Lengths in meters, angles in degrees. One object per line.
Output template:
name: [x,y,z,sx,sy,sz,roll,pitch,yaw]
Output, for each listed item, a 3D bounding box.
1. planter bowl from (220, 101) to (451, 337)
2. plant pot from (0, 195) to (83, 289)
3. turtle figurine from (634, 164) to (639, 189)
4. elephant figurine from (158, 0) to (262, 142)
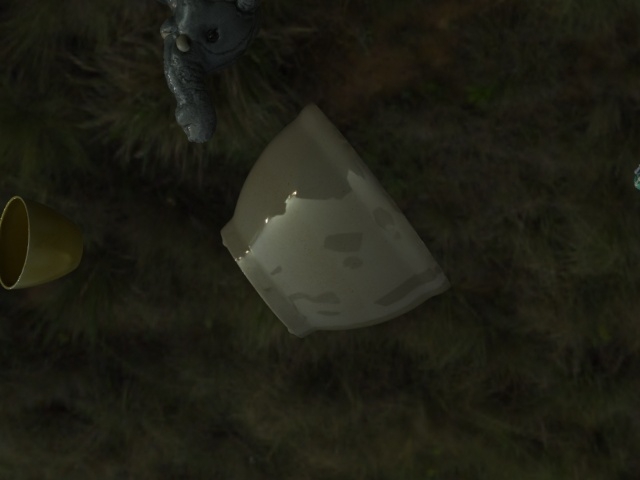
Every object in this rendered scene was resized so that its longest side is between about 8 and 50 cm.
planter bowl: [0.000,0.000,0.669,0.109,0.162,0.162,-37,136,2]
plant pot: [-0.403,0.007,1.386,0.095,0.134,0.134,7,147,-36]
turtle figurine: [0.523,-0.094,1.301,0.175,0.118,0.234,-27,179,18]
elephant figurine: [-0.121,-0.253,0.986,0.239,0.169,0.186,47,112,2]
